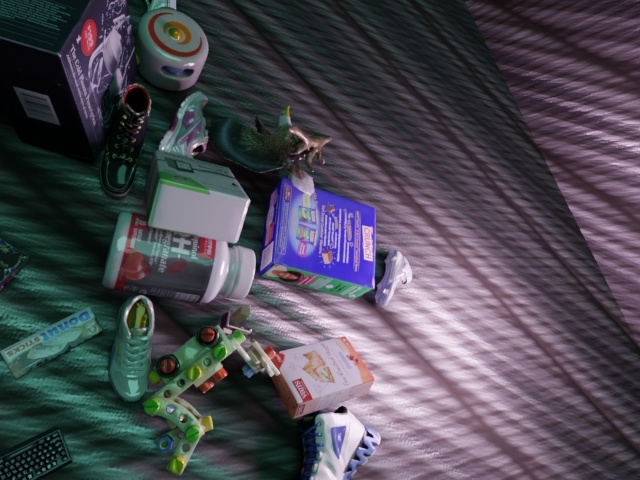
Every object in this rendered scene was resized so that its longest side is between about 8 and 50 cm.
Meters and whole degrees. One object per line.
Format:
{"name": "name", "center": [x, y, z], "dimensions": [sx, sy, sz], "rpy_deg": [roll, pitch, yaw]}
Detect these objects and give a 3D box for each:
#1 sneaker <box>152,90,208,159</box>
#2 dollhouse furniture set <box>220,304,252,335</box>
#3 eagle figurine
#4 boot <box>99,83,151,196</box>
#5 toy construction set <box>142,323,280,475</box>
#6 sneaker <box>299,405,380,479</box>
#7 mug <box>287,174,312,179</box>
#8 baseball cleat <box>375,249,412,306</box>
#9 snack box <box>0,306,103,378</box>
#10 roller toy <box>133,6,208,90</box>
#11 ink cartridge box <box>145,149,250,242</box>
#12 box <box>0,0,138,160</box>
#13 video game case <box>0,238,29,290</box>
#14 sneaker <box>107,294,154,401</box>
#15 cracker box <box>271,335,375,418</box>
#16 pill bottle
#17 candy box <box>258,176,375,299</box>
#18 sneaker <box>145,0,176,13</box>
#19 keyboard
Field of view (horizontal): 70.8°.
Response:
{"name": "sneaker", "center": [-0.358, -0.294, 1.232], "dimensions": [0.111, 0.103, 0.253], "rpy_deg": [29, 65, -22]}
{"name": "dollhouse furniture set", "center": [-0.186, 0.217, 1.105], "dimensions": [0.081, 0.114, 0.091], "rpy_deg": [26, 47, -30]}
{"name": "eagle figurine", "center": [-0.126, -0.262, 1.236], "dimensions": [0.226, 0.297, 0.225], "rpy_deg": [57, 47, -43]}
{"name": "boot", "center": [-0.471, -0.242, 1.086], "dimensions": [0.085, 0.178, 0.237], "rpy_deg": [14, 63, -25]}
{"name": "toy construction set", "center": [-0.243, 0.314, 0.989], "dimensions": [0.327, 0.151, 0.215], "rpy_deg": [-36, 85, -29]}
{"name": "sneaker", "center": [-0.005, 0.522, 1.093], "dimensions": [0.182, 0.127, 0.315], "rpy_deg": [50, 48, 1]}
{"name": "mug", "center": [-0.070, -0.181, 1.373], "dimensions": [0.064, 0.062, 0.078], "rpy_deg": [37, 49, -3]}
{"name": "baseball cleat", "center": [0.239, 0.130, 1.419], "dimensions": [0.109, 0.072, 0.206], "rpy_deg": [33, 61, -23]}
{"name": "snack box", "center": [-0.559, 0.211, 0.945], "dimensions": [0.178, 0.022, 0.064], "rpy_deg": [-31, 86, -35]}
{"name": "roller toy", "center": [-0.417, -0.538, 1.260], "dimensions": [0.191, 0.146, 0.209], "rpy_deg": [38, 56, -12]}
{"name": "ink cartridge box", "center": [-0.303, -0.112, 1.075], "dimensions": [0.198, 0.273, 0.115], "rpy_deg": [11, 109, -27]}
{"name": "box", "center": [-0.557, -0.414, 0.992], "dimensions": [0.178, 0.343, 0.313], "rpy_deg": [14, 64, -9]}
{"name": "video game case", "center": [-0.754, 0.050, 0.884], "dimensions": [0.232, 0.041, 0.210], "rpy_deg": [36, 57, -14]}
{"name": "sneaker", "center": [-0.410, 0.232, 0.982], "dimensions": [0.087, 0.092, 0.229], "rpy_deg": [4, 70, -31]}
{"name": "cracker box", "center": [0.001, 0.341, 1.149], "dimensions": [0.232, 0.067, 0.156], "rpy_deg": [-7, 39, -32]}
{"name": "pill bottle", "center": [-0.324, 0.051, 1.054], "dimensions": [0.318, 0.176, 0.177], "rpy_deg": [14, 64, -25]}
{"name": "candy box", "center": [0.000, 0.000, 1.300], "dimensions": [0.316, 0.122, 0.269], "rpy_deg": [16, 62, -23]}
{"name": "sneaker", "center": [-0.484, -0.759, 1.344], "dimensions": [0.091, 0.094, 0.259], "rpy_deg": [4, 69, -34]}
{"name": "keyboard", "center": [-0.570, 0.444, 0.843], "dimensions": [0.180, 0.023, 0.108], "rpy_deg": [-21, 82, -34]}
